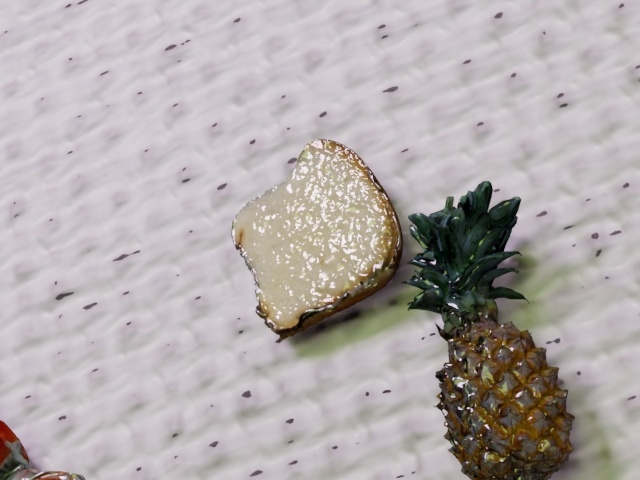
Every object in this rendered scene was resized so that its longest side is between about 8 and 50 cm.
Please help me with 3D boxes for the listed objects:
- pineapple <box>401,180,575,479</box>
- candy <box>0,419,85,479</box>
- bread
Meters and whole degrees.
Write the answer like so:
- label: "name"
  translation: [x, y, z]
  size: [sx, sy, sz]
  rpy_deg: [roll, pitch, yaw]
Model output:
- label: "pineapple"
  translation: [0.111, 0.069, 1.127]
  size: [0.083, 0.103, 0.221]
  rpy_deg: [-5, 58, -14]
- label: "candy"
  translation: [-0.285, 0.144, 1.299]
  size: [0.292, 0.059, 0.086]
  rpy_deg: [30, 85, 34]
- label: "bread"
  translation: [0.000, 0.000, 1.244]
  size: [0.126, 0.044, 0.129]
  rpy_deg: [-36, 59, 15]
